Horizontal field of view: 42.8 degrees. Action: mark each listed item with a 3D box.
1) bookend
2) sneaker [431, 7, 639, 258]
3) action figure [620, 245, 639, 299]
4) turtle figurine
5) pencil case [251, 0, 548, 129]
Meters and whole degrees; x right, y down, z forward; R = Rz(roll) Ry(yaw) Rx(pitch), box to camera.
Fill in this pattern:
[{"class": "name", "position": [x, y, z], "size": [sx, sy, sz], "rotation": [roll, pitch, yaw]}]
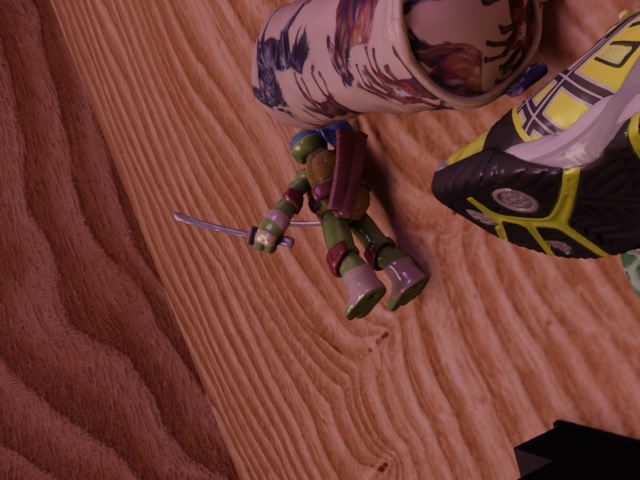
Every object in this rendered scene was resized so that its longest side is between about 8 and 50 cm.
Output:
[{"class": "bookend", "position": [0.240, 0.253, 0.815], "size": [0.156, 0.157, 0.072], "rotation": [-4, 103, 65]}, {"class": "sneaker", "position": [0.233, -0.088, 0.637], "size": [0.384, 0.145, 0.147], "rotation": [-18, 46, 60]}, {"class": "action figure", "position": [0.323, 0.105, 0.658], "size": [0.137, 0.063, 0.232], "rotation": [-14, 97, 63]}, {"class": "turtle figurine", "position": [0.000, 0.000, 1.120], "size": [0.266, 0.274, 0.198], "rotation": [56, -174, 24]}, {"class": "pencil case", "position": [0.061, -0.206, 0.862], "size": [0.410, 0.183, 0.160], "rotation": [-170, 69, -66]}]
